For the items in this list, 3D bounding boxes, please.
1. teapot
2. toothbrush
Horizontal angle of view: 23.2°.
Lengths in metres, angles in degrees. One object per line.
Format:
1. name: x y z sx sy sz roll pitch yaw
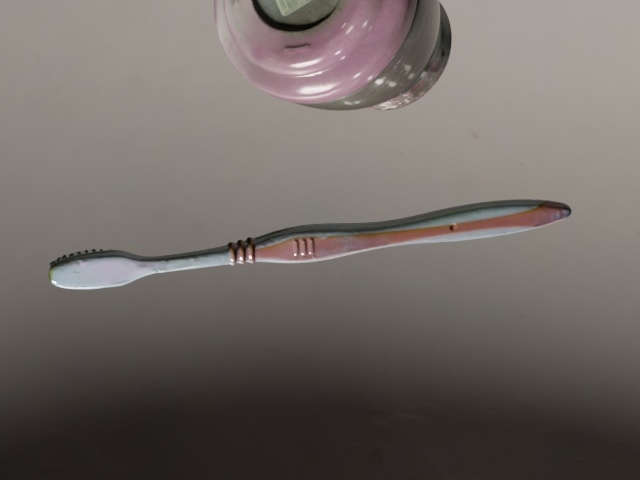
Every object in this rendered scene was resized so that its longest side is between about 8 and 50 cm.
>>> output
1. teapot: 0.010 -0.137 0.880 0.116 0.146 0.148 -35 69 16
2. toothbrush: 0.000 0.000 0.554 0.193 0.019 0.013 -7 103 -14
